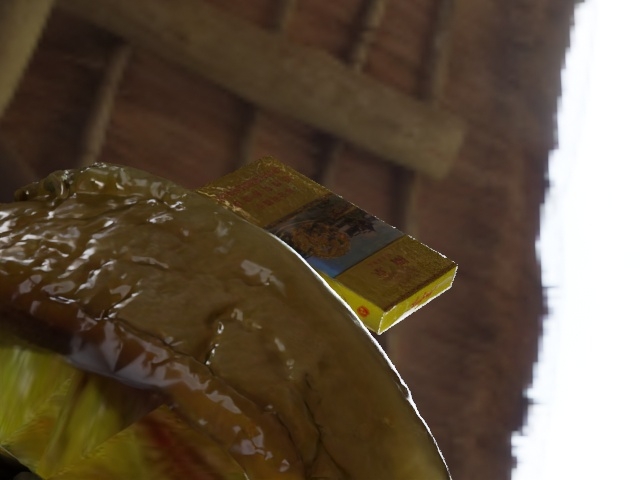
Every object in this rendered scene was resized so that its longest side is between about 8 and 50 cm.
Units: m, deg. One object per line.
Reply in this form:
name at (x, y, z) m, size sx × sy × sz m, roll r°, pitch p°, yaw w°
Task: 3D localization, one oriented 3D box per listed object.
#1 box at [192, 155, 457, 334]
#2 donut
box at (0.000, 0.000, 1.104) m, size 0.087 × 0.155 × 0.023 m, roll -27°, pitch -39°, yaw -52°
donut at (-0.111, 0.133, 0.753) m, size 0.160 × 0.330 × 0.330 m, roll -19°, pitch -73°, yaw -53°
